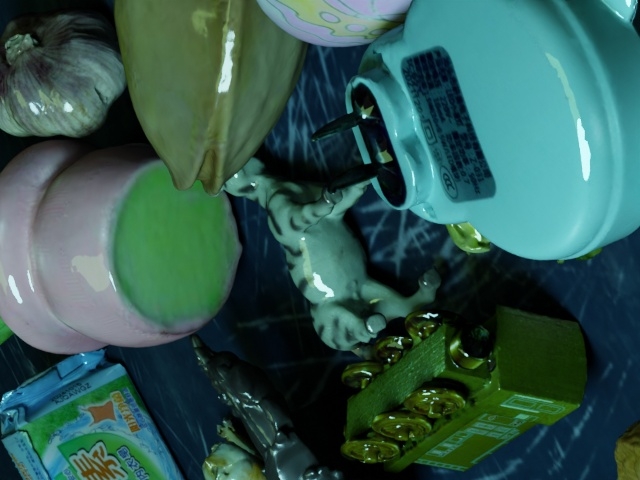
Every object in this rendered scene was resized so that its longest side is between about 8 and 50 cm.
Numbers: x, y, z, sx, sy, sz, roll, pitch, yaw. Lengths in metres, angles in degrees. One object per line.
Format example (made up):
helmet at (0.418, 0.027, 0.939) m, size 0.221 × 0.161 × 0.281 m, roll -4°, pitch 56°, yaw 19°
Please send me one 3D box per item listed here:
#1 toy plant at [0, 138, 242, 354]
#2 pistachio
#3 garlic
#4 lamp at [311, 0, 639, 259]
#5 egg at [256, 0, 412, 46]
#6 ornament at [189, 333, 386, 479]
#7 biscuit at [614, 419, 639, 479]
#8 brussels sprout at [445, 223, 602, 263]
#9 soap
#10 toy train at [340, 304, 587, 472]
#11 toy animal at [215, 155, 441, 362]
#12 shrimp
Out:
toy plant at (-0.244, 0.021, 1.650) m, size 0.356 × 0.210 × 0.317 m, roll -9°, pitch 148°, yaw 37°
pistachio at (-0.087, -0.163, 1.366) m, size 0.213 × 0.163 × 0.260 m, roll -115°, pitch 25°, yaw -81°
garlic at (-0.259, -0.164, 1.611) m, size 0.159 × 0.147 × 0.102 m, roll 40°, pitch 168°, yaw 44°
lamp at (0.122, -0.088, 1.096) m, size 0.284 × 0.147 × 0.209 m, roll -13°, pitch 97°, yaw 45°
egg at (0.034, -0.242, 1.176) m, size 0.196 × 0.196 × 0.271 m, roll 52°, pitch 132°, yaw 15°
ornament at (-0.036, 0.170, 1.506) m, size 0.260 × 0.106 × 0.251 m, roll 53°, pitch -179°, yaw 14°
biscuit at (0.308, 0.228, 1.173) m, size 0.257 × 0.049 × 0.273 m, roll 38°, pitch 158°, yaw 29°
brussels sprout at (0.144, -0.068, 1.236) m, size 0.139 × 0.101 × 0.181 m, roll -24°, pitch 76°, yaw 50°
soap at (-0.230, 0.267, 1.819) m, size 0.293 × 0.156 × 0.077 m, roll 60°, pitch 144°, yaw 4°
toy train at (0.105, 0.126, 1.362) m, size 0.225 × 0.137 × 0.090 m, roll 134°, pitch 143°, yaw -56°
toy animal at (0.002, -0.011, 1.442) m, size 0.255 × 0.090 × 0.170 m, roll 57°, pitch 154°, yaw 17°
shrimp at (-0.080, 0.210, 1.645) m, size 0.161 × 0.049 × 0.166 m, roll 41°, pitch -172°, yaw -42°
